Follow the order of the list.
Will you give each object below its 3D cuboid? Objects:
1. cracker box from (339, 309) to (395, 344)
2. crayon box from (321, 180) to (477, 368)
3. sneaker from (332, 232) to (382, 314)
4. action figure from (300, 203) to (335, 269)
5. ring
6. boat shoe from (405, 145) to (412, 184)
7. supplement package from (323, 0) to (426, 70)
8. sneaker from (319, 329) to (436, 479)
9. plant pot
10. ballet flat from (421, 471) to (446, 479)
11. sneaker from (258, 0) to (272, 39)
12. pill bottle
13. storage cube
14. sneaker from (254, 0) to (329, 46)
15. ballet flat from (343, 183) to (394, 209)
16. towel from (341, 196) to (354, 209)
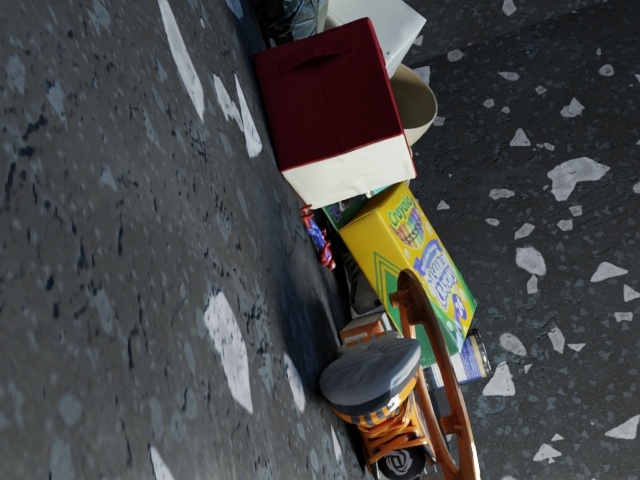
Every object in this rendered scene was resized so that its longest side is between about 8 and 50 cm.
[{"bbox_3d":[0.093,0.199,1.268,0.232,0.067,0.155,3,70,-81],"label":"cracker box"},{"bbox_3d":[0.143,0.029,1.357,0.323,0.083,0.203,57,26,-7],"label":"crayon box"},{"bbox_3d":[0.071,0.028,1.431,0.153,0.094,0.235,59,23,-12],"label":"sneaker"},{"bbox_3d":[0.000,0.000,1.192,0.038,0.030,0.115,-105,176,-54],"label":"action figure"},{"bbox_3d":[0.145,0.203,1.069,0.336,0.032,0.336,166,-90,-86],"label":"ring"},{"bbox_3d":[0.150,-0.146,1.847,0.123,0.116,0.324,41,-26,8],"label":"boat shoe"},{"bbox_3d":[0.079,-0.427,1.689,0.194,0.149,0.203,40,-25,1],"label":"supplement package"},{"bbox_3d":[0.088,0.216,0.974,0.321,0.125,0.180,-7,79,-82],"label":"sneaker"},{"bbox_3d":[0.112,-0.291,1.903,0.191,0.284,0.284,116,-27,-43],"label":"plant pot"},{"bbox_3d":[0.242,0.511,1.494,0.316,0.106,0.107,-62,134,-79],"label":"ballet flat"},{"bbox_3d":[-0.082,-0.407,1.436,0.118,0.042,0.067,-86,155,-49],"label":"sneaker"},{"bbox_3d":[0.305,0.303,1.976,0.123,0.219,0.122,-17,90,-82],"label":"pill bottle"},{"bbox_3d":[0.027,-0.182,1.192,0.215,0.184,0.193,52,23,-70],"label":"storage cube"},{"bbox_3d":[-0.058,-0.339,1.350,0.130,0.087,0.227,8,88,-44],"label":"sneaker"},{"bbox_3d":[0.046,-0.214,1.652,0.147,0.147,0.409,-90,163,-65],"label":"ballet flat"},{"bbox_3d":[0.078,-0.071,1.545,0.197,0.029,0.144,51,-7,3],"label":"towel"}]
